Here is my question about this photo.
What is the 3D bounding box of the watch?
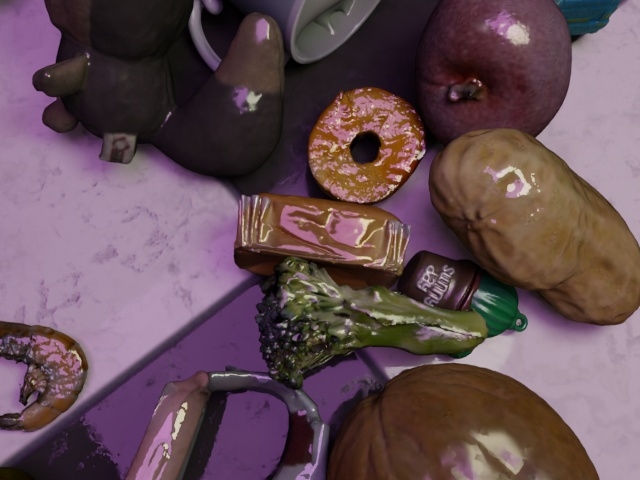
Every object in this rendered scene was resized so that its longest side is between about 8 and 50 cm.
[{"bbox_3d":[-0.116,0.291,0.794,0.241,0.162,0.253,24,69,-8],"label":"watch"}]

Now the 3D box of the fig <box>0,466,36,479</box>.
[{"bbox_3d":[-0.470,0.354,0.776,0.236,0.124,0.124,-5,75,11],"label":"fig"}]

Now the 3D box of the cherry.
[{"bbox_3d":[0.256,-0.262,0.906,0.221,0.261,0.307,8,37,14],"label":"cherry"}]

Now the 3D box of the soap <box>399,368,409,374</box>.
[{"bbox_3d":[0.120,0.231,0.882,0.034,0.012,0.089,19,75,2],"label":"soap"}]

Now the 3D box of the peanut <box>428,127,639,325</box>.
[{"bbox_3d":[0.310,-0.010,0.838,0.387,0.169,0.192,32,43,-21],"label":"peanut"}]

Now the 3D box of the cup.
[{"bbox_3d":[-0.082,-0.425,0.951,0.274,0.259,0.357,44,108,9],"label":"cup"}]

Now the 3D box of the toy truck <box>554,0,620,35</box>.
[{"bbox_3d":[0.395,-0.477,1.015,0.154,0.156,0.279,-5,76,-5],"label":"toy truck"}]

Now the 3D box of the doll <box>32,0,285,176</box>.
[{"bbox_3d":[-0.218,-0.304,0.877,0.378,0.382,0.252,12,33,-17],"label":"doll"}]

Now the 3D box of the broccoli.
[{"bbox_3d":[0.066,0.114,0.794,0.304,0.146,0.165,1,43,-1],"label":"broccoli"}]

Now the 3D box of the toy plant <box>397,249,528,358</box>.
[{"bbox_3d":[0.208,0.097,0.880,0.200,0.105,0.143,31,82,-6],"label":"toy plant"}]

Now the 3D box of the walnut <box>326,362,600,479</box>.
[{"bbox_3d":[0.173,0.310,0.728,0.332,0.333,0.333,1,75,-3],"label":"walnut"}]

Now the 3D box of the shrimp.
[{"bbox_3d":[-0.440,0.186,0.848,0.217,0.051,0.150,13,82,-3],"label":"shrimp"}]

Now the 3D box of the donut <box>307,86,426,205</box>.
[{"bbox_3d":[0.068,-0.138,0.949,0.174,0.074,0.190,20,79,1],"label":"donut"}]

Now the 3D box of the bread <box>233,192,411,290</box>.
[{"bbox_3d":[0.000,0.000,0.875,0.241,0.136,0.107,8,72,-2],"label":"bread"}]
